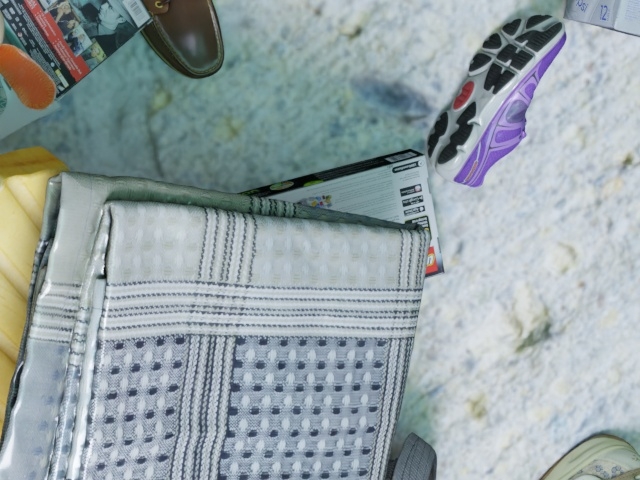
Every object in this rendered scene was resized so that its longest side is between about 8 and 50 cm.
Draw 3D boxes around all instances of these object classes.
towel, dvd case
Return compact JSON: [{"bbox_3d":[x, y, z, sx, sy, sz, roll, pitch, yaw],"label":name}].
[{"bbox_3d":[-0.069,0.122,0.898,0.324,0.056,0.312,7,99,-35],"label":"towel"},{"bbox_3d":[-0.185,-0.172,0.961,0.119,0.013,0.087,-49,119,-36],"label":"dvd case"}]

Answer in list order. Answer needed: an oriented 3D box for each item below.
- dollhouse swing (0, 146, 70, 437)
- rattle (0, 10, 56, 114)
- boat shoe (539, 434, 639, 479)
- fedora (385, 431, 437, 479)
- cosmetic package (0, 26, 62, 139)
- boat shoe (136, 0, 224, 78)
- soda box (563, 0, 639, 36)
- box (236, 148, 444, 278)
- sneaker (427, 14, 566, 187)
[{"bbox_3d":[-0.177,0.164,0.906,0.315,0.305,0.347,41,75,7],"label":"dollhouse swing"},{"bbox_3d":[-0.273,-0.184,0.890,0.199,0.143,0.130,19,130,-37],"label":"rattle"},{"bbox_3d":[0.210,0.305,1.233,0.285,0.089,0.104,-45,112,-2],"label":"boat shoe"},{"bbox_3d":[0.027,0.302,1.129,0.124,0.244,0.275,7,104,11],"label":"fedora"},{"bbox_3d":[-0.404,-0.191,0.909,0.284,0.097,0.377,-30,111,-7],"label":"cosmetic package"},{"bbox_3d":[-0.124,-0.207,1.013,0.064,0.060,0.178,-27,110,-10],"label":"boat shoe"},{"bbox_3d":[0.370,-0.211,1.151,0.286,0.098,0.091,8,102,-19],"label":"soda box"},{"bbox_3d":[0.000,0.000,1.118,0.207,0.036,0.114,-15,108,-14],"label":"box"},{"bbox_3d":[0.162,-0.123,1.136,0.071,0.068,0.170,28,103,-37],"label":"sneaker"}]
